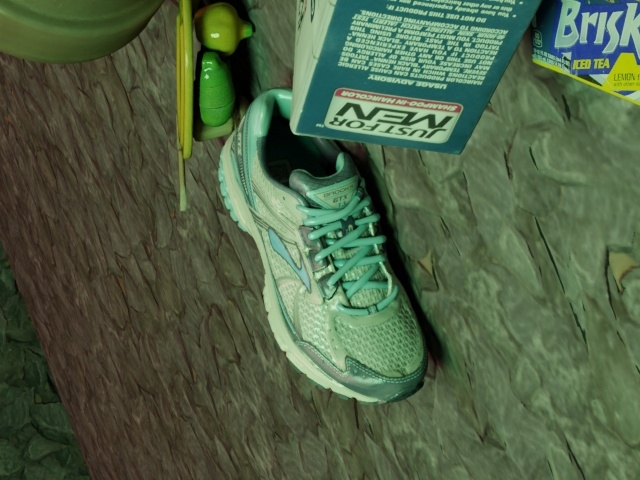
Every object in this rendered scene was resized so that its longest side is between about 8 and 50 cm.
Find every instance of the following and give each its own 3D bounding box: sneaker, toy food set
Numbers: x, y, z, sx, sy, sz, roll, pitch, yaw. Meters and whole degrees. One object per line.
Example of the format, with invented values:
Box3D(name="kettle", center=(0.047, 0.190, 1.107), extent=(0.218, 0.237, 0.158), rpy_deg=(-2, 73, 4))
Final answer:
Box3D(name="sneaker", center=(0.000, 0.000, 1.053), extent=(0.283, 0.110, 0.122), rpy_deg=(59, 153, 23))
Box3D(name="toy food set", center=(-0.095, -0.144, 1.209), extent=(0.218, 0.071, 0.128), rpy_deg=(97, 168, -47))

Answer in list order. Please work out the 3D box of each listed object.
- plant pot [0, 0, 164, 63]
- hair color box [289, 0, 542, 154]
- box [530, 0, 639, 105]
Box3D(name="plant pot", center=(-0.205, -0.317, 1.106), extent=(0.229, 0.263, 0.263), rpy_deg=(-37, 75, 48))
Box3D(name="hair color box", center=(0.066, -0.207, 0.630), extent=(0.347, 0.105, 0.174), rpy_deg=(113, 162, -60))
Box3D(name="box", center=(0.171, -0.099, 0.634), extent=(0.169, 0.054, 0.059), rpy_deg=(36, 141, 52))
